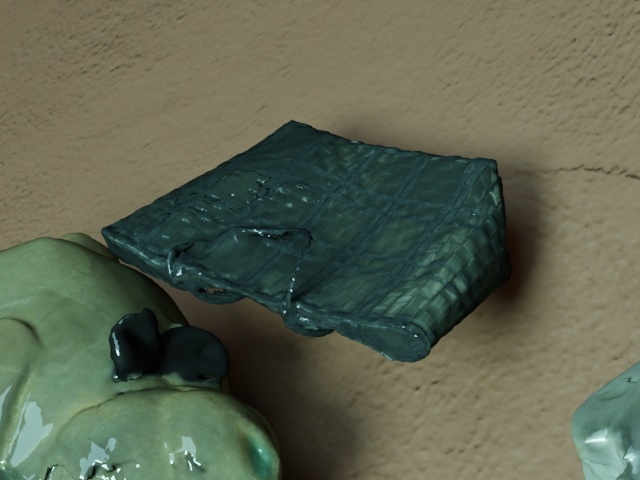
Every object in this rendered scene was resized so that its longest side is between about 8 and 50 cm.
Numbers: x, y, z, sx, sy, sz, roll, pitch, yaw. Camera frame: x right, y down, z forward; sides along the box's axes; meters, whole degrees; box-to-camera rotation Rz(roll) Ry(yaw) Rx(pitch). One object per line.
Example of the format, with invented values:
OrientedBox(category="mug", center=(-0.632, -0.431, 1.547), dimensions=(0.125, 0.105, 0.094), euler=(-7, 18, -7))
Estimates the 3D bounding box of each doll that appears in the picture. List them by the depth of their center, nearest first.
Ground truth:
OrientedBox(category="doll", center=(-0.144, 0.139, 0.751), dimensions=(0.247, 0.247, 0.350), euler=(-40, 54, 9))

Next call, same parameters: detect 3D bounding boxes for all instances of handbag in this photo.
OrientedBox(category="handbag", center=(0.000, 0.000, 0.769), dimensions=(0.270, 0.089, 0.175), euler=(15, 32, 38))

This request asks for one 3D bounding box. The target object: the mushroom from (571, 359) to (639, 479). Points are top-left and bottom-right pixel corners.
OrientedBox(category="mushroom", center=(0.218, 0.056, 0.635), dimensions=(0.096, 0.099, 0.278), euler=(27, 76, 30))
